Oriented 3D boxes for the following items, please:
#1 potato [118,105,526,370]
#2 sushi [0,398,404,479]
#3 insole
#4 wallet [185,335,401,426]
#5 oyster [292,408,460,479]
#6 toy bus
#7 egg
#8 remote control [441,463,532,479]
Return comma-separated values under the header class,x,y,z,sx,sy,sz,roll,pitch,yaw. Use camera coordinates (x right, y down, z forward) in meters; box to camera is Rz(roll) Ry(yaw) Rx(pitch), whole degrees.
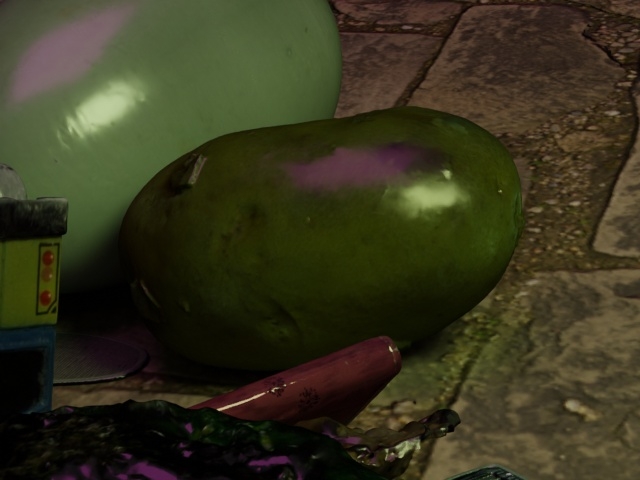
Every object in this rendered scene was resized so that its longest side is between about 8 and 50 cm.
class,x,y,z,sx,sy,sz,roll,pitch,yaw
potato,0.000,0.000,1.203,0.253,0.148,0.186,-6,1,29
sushi,-0.056,0.137,0.799,0.225,0.124,0.127,8,39,26
insole,-0.212,0.071,1.280,0.232,0.003,0.080,2,21,25
wallet,-0.074,0.110,0.992,0.232,0.025,0.119,-18,-17,-29
oyster,-0.015,0.117,0.952,0.177,0.056,0.105,-23,-9,-18
toy bus,-0.287,0.033,1.149,0.288,0.175,0.138,9,9,41
egg,-0.131,-0.091,1.375,0.230,0.230,0.371,7,29,36
remote control,0.101,0.137,0.955,0.053,0.018,0.124,-17,21,-28
